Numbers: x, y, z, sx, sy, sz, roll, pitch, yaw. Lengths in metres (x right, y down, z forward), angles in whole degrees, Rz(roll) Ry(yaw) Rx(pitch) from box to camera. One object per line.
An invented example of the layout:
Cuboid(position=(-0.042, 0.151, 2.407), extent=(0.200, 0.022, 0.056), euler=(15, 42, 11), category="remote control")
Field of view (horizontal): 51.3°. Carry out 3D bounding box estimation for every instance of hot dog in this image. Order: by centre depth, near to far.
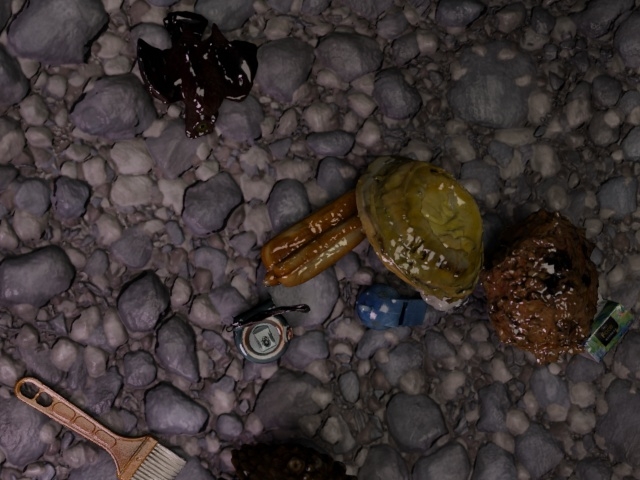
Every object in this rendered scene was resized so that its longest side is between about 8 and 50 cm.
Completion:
Cuboid(position=(0.000, 0.000, 1.137), extent=(0.249, 0.076, 0.102), euler=(-35, 64, -12), category="hot dog")

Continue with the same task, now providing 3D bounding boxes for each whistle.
Cuboid(position=(0.117, 0.118, 1.183), extent=(0.158, 0.090, 0.090), euler=(6, 96, -53), category="whistle")

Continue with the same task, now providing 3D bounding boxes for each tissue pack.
Cuboid(position=(0.521, 0.160, 1.272), extent=(0.079, 0.085, 0.111), euler=(43, 86, -12), category="tissue pack")

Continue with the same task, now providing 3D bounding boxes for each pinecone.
Cuboid(position=(-0.066, 0.476, 1.092), extent=(0.247, 0.246, 0.291), euler=(4, 106, -14), category="pinecone")

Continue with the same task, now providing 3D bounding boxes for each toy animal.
Cuboid(position=(-0.199, -0.262, 1.068), extent=(0.219, 0.116, 0.179), euler=(-15, 130, -38), category="toy animal")

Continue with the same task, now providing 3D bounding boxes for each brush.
Cuboid(position=(-0.373, 0.322, 1.113), extent=(0.314, 0.017, 0.090), euler=(38, 84, -14), category="brush")

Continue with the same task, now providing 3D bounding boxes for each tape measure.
Cuboid(position=(-0.079, 0.156, 1.090), extent=(0.104, 0.180, 0.107), euler=(-33, 102, -25), category="tape measure")

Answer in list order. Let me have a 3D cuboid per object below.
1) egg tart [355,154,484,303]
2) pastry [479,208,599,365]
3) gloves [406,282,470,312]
Cuboid(position=(0.181, -0.035, 1.100), extent=(0.279, 0.095, 0.278), euler=(19, 51, -26), category="egg tart")
Cuboid(position=(0.381, 0.080, 1.185), extent=(0.275, 0.193, 0.274), euler=(7, 82, -55), category="pastry")
Cuboid(position=(0.210, 0.055, 1.193), extent=(0.153, 0.070, 0.114), euler=(39, 83, -7), category="gloves")
